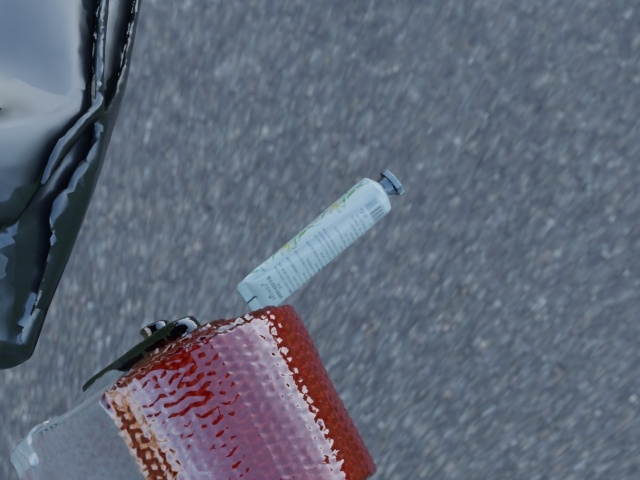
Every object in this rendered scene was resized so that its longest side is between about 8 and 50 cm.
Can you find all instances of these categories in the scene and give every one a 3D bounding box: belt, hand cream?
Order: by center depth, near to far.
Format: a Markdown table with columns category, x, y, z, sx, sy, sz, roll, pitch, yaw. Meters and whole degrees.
| category | x | y | z | sx | sy | sz | roll | pitch | yaw |
| --- | --- | --- | --- | --- | --- | --- | --- | --- | --- |
| belt | -0.073 | 0.106 | 0.853 | 0.128 | 0.201 | 0.124 | -19 | 80 | -47 |
| hand cream | 0.000 | 0.000 | 1.634 | 0.194 | 0.067 | 0.042 | -39 | 56 | -8 |

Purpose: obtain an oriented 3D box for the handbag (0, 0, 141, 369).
| category | x | y | z | sx | sy | sz | roll | pitch | yaw |
| --- | --- | --- | --- | --- | --- | --- | --- | --- | --- |
| handbag | -0.217 | -0.091 | 0.656 | 0.342 | 0.152 | 0.288 | -1 | 47 | 20 |
